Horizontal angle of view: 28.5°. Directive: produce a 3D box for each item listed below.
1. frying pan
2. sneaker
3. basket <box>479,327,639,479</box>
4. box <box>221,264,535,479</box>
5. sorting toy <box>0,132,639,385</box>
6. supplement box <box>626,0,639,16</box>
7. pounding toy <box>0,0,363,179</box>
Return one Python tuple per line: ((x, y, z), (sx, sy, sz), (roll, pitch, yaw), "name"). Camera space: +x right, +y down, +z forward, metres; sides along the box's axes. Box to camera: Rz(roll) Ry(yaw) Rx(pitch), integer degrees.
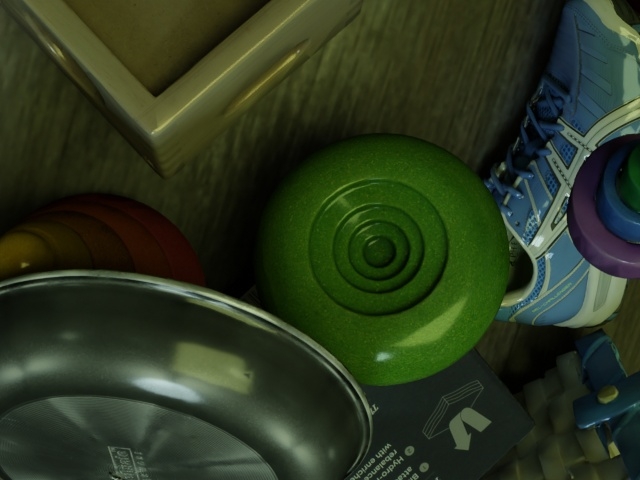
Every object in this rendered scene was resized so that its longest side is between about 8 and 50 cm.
((-0.135, 0.061, 0.545), (0.326, 0.053, 0.197), (19, 142, -12), "frying pan")
((0.139, -0.039, 0.718), (0.081, 0.080, 0.211), (-6, 115, -19), "sneaker")
((0.224, 0.171, 0.749), (0.289, 0.201, 0.254), (-30, 118, 9), "basket")
((0.006, 0.091, 0.702), (0.156, 0.093, 0.158), (-42, 118, -5), "box")
((0.000, 0.000, 0.572), (0.366, 0.126, 0.127), (-10, 76, 4), "sorting toy")
((0.236, -0.142, 0.667), (0.104, 0.188, 0.080), (19, 100, -28), "supplement box")
((-0.114, -0.131, 0.571), (0.181, 0.094, 0.206), (-42, 84, -9), "pounding toy")
